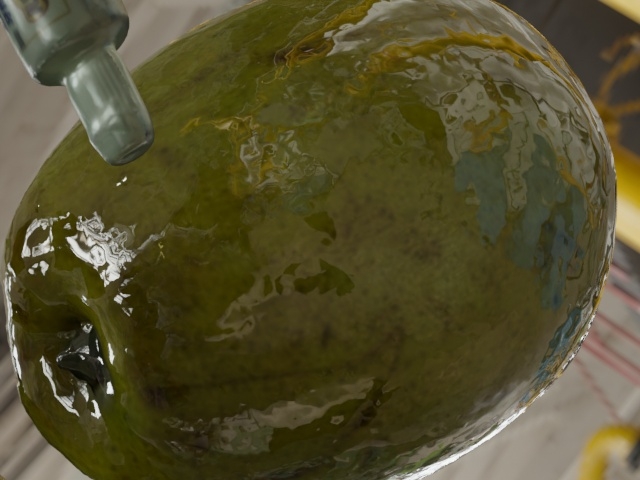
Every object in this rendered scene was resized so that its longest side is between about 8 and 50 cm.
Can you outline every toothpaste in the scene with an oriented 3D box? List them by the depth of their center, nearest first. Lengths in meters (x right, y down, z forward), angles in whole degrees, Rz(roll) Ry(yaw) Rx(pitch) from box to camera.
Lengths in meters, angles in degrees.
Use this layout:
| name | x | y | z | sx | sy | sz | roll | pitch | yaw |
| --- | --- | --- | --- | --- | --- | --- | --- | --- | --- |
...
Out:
| name | x | y | z | sx | sy | sz | roll | pitch | yaw |
| --- | --- | --- | --- | --- | --- | --- | --- | --- | --- |
| toothpaste | -0.120 | -0.139 | 0.666 | 0.037 | 0.255 | 0.067 | -21 | -13 | -34 |

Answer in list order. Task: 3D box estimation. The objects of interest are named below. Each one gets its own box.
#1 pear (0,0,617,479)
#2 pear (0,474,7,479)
| name | x | y | z | sx | sy | sz | roll | pitch | yaw |
| --- | --- | --- | --- | --- | --- | --- | --- | --- | --- |
| pear | 0.000 | 0.000 | 0.945 | 0.307 | 0.253 | 0.253 | -22 | -43 | -35 |
| pear | -0.252 | 0.301 | 1.069 | 0.362 | 0.362 | 0.418 | -27 | -48 | -36 |
